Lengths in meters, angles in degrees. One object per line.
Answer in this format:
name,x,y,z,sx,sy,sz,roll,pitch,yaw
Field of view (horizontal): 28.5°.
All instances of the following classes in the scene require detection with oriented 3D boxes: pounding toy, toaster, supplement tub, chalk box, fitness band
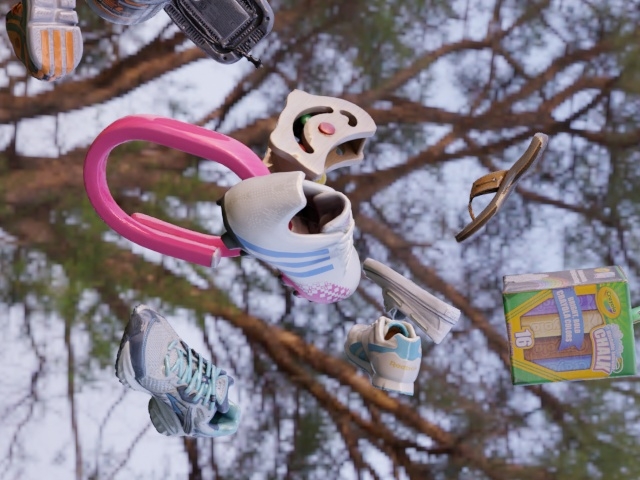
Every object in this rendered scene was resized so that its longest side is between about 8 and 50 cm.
pounding toy,-0.011,-0.139,2.062,0.270,0.154,0.155,-70,-177,-49
toaster,-0.159,-0.364,1.929,0.129,0.227,0.146,-43,-165,7
supplement tub,-0.216,-0.326,1.487,0.190,0.117,0.117,175,-83,-72
chalk box,0.358,0.111,1.707,0.132,0.213,0.132,-43,128,-78
fitness band,-0.206,-0.072,1.837,0.054,0.290,0.209,-63,168,-54

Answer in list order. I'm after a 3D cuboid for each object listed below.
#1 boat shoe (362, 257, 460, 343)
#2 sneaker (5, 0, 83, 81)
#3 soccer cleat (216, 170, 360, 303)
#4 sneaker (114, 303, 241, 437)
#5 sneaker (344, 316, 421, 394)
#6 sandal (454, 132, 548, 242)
boat shoe,0.141,0.104,2.200,0.226,0.083,0.076,32,-89,45
sneaker,-0.483,-0.430,2.147,0.180,0.124,0.321,3,-90,61
soccer cleat,0.000,0.000,1.638,0.143,0.331,0.116,-19,-114,23
sneaker,-0.178,0.176,1.679,0.283,0.122,0.110,67,35,-55
sneaker,0.101,0.160,1.916,0.228,0.087,0.092,-143,-113,-70
sandal,0.276,-0.089,1.988,0.219,0.060,0.090,-53,175,4
